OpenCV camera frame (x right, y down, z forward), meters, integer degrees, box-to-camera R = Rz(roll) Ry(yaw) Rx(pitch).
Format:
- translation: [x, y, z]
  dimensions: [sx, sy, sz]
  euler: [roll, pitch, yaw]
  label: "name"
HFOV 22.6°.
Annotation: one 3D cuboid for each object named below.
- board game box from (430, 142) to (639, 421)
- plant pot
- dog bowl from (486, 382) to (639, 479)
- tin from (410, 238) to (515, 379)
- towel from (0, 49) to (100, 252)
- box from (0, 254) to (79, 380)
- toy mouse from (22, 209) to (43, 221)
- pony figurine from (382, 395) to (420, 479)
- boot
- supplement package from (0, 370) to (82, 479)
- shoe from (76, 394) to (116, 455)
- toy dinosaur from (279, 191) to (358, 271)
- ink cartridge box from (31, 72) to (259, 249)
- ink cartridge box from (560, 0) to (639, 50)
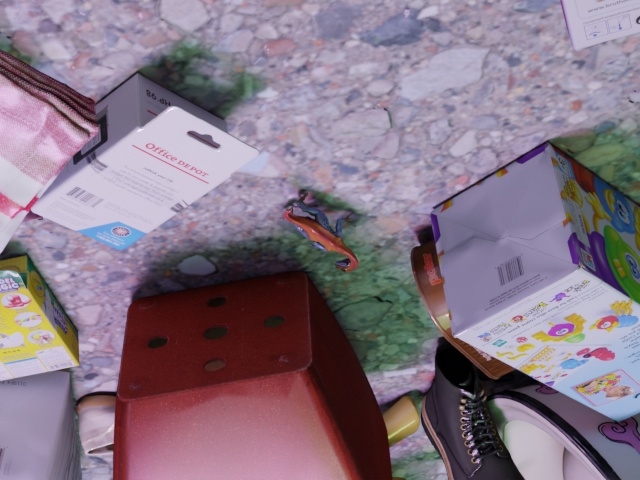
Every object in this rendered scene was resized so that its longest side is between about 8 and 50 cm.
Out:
- translation: [0.252, 0.047, 1.525]
  dimensions: [0.144, 0.142, 0.275]
  euler: [-31, 140, 30]
  label: "board game box"
- translation: [-0.076, 0.183, 1.549]
  dimensions: [0.267, 0.267, 0.236]
  euler: [-9, 119, 3]
  label: "plant pot"
- translation: [0.341, 0.316, 1.744]
  dimensions: [0.150, 0.408, 0.408]
  euler: [-27, 150, -18]
  label: "dog bowl"
- translation: [0.146, 0.065, 1.566]
  dimensions: [0.040, 0.106, 0.190]
  euler: [-29, 142, 17]
  label: "tin"
- translation: [-0.324, -0.009, 1.022]
  dimensions: [0.237, 0.037, 0.329]
  euler: [27, 111, -36]
  label: "towel"
- translation: [-0.308, 0.073, 1.539]
  dimensions: [0.105, 0.043, 0.179]
  euler: [-11, 149, 5]
  label: "box"
- translation: [-0.289, -0.024, 1.363]
  dimensions: [0.161, 0.031, 0.143]
  euler: [-12, -177, -30]
  label: "toy mouse"
- translation: [-0.061, 0.349, 1.833]
  dimensions: [0.363, 0.303, 0.351]
  euler: [-19, 150, -22]
  label: "pony figurine"
- translation: [0.169, 0.213, 1.712]
  dimensions: [0.077, 0.198, 0.137]
  euler: [-27, 147, -20]
  label: "boot"
- translation: [-0.333, 0.246, 1.688]
  dimensions: [0.139, 0.134, 0.244]
  euler: [6, 145, 1]
  label: "supplement package"
- translation: [-0.158, 0.209, 1.754]
  dimensions: [0.219, 0.058, 0.076]
  euler: [3, 145, -16]
  label: "shoe"
- translation: [0.000, 0.000, 1.468]
  dimensions: [0.082, 0.090, 0.047]
  euler: [47, 117, 1]
  label: "toy dinosaur"
- translation: [-0.148, -0.071, 1.340]
  dimensions: [0.180, 0.060, 0.104]
  euler: [-32, 139, 32]
  label: "ink cartridge box"
- translation: [0.240, -0.269, 1.128]
  dimensions: [0.186, 0.065, 0.311]
  euler: [-15, 148, 10]
  label: "ink cartridge box"
